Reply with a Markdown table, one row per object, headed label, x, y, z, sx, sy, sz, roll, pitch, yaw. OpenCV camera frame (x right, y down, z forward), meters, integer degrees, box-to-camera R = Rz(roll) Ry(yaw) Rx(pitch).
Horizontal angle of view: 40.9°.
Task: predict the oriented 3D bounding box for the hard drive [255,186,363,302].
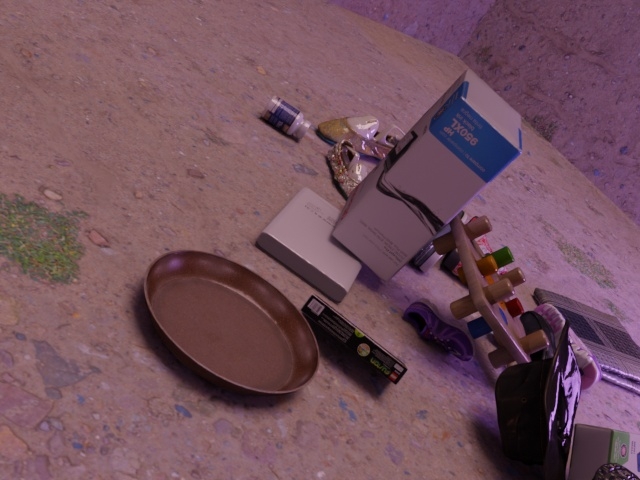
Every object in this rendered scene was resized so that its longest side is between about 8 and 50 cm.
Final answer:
| label | x | y | z | sx | sy | sz | roll | pitch | yaw |
| --- | --- | --- | --- | --- | --- | --- | --- | --- | --- |
| hard drive | 0.000 | 0.000 | 1.779 | 0.203 | 0.040 | 0.307 | 36 | 25 | 0 |

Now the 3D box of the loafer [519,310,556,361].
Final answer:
| label | x | y | z | sx | sy | sz | roll | pitch | yaw |
| --- | --- | --- | --- | --- | --- | --- | --- | --- | --- |
| loafer | 0.490 | 0.232 | 1.946 | 0.078 | 0.076 | 0.223 | 33 | 28 | -24 |

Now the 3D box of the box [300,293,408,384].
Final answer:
| label | x | y | z | sx | sy | sz | roll | pitch | yaw |
| --- | --- | --- | --- | --- | --- | --- | --- | --- | --- |
| box | 0.060 | 0.171 | 1.504 | 0.207 | 0.036 | 0.114 | 38 | -2 | 5 |

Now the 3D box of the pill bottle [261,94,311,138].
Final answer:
| label | x | y | z | sx | sy | sz | roll | pitch | yaw |
| --- | --- | --- | --- | --- | --- | --- | --- | --- | --- |
| pill bottle | -0.086 | -0.312 | 2.189 | 0.120 | 0.067 | 0.067 | 33 | 25 | -4 |

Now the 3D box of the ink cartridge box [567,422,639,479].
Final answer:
| label | x | y | z | sx | sy | sz | roll | pitch | yaw |
| --- | --- | --- | --- | --- | --- | --- | --- | --- | --- |
| ink cartridge box | 0.558 | 0.431 | 1.576 | 0.212 | 0.154 | 0.093 | 19 | -14 | -35 |

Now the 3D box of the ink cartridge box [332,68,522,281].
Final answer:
| label | x | y | z | sx | sy | sz | roll | pitch | yaw |
| --- | --- | --- | --- | --- | --- | --- | --- | --- | --- |
| ink cartridge box | 0.225 | -0.139 | 1.799 | 0.166 | 0.395 | 0.285 | 41 | 24 | -6 |

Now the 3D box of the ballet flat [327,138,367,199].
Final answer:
| label | x | y | z | sx | sy | sz | roll | pitch | yaw |
| --- | --- | --- | --- | --- | --- | --- | --- | --- | --- |
| ballet flat | 0.075 | -0.177 | 2.145 | 0.091 | 0.077 | 0.241 | 19 | 30 | -33 |

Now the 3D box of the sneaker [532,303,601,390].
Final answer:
| label | x | y | z | sx | sy | sz | roll | pitch | yaw |
| --- | --- | --- | --- | --- | --- | --- | --- | --- | --- |
| sneaker | 0.580 | 0.255 | 2.018 | 0.104 | 0.095 | 0.236 | 17 | 35 | -48 |

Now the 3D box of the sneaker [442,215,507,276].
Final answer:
| label | x | y | z | sx | sy | sz | roll | pitch | yaw |
| --- | --- | --- | --- | --- | --- | --- | --- | --- | --- |
| sneaker | 0.400 | 0.040 | 2.162 | 0.145 | 0.090 | 0.270 | 38 | 28 | 3 |

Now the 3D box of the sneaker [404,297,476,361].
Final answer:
| label | x | y | z | sx | sy | sz | roll | pitch | yaw |
| --- | --- | --- | --- | --- | --- | --- | --- | --- | --- |
| sneaker | 0.238 | 0.191 | 1.739 | 0.170 | 0.068 | 0.071 | 37 | 39 | 24 |

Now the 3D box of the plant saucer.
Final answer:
| label | x | y | z | sx | sy | sz | roll | pitch | yaw |
| --- | --- | --- | --- | --- | --- | --- | --- | --- | --- |
| plant saucer | -0.144 | 0.135 | 1.349 | 0.310 | 0.050 | 0.310 | 29 | 25 | -15 |

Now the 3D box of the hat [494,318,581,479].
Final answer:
| label | x | y | z | sx | sy | sz | roll | pitch | yaw |
| --- | --- | --- | --- | --- | --- | --- | --- | --- | --- |
| hat | 0.386 | 0.307 | 1.563 | 0.134 | 0.331 | 0.331 | 0 | 11 | 25 |

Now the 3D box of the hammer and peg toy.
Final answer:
| label | x | y | z | sx | sy | sz | roll | pitch | yaw |
| --- | --- | --- | --- | --- | --- | --- | --- | --- | --- |
| hammer and peg toy | 0.374 | 0.141 | 1.761 | 0.361 | 0.127 | 0.266 | 50 | 22 | -36 |

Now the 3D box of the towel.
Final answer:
| label | x | y | z | sx | sy | sz | roll | pitch | yaw |
| --- | --- | --- | --- | --- | --- | --- | --- | --- | --- |
| towel | 0.725 | 0.268 | 2.232 | 0.324 | 0.056 | 0.312 | 20 | 26 | -26 |

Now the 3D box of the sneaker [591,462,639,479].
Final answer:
| label | x | y | z | sx | sy | sz | roll | pitch | yaw |
| --- | --- | --- | --- | --- | --- | --- | --- | --- | --- |
| sneaker | 0.443 | 0.461 | 1.396 | 0.286 | 0.130 | 0.109 | -17 | 54 | -44 |

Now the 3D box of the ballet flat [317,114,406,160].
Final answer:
| label | x | y | z | sx | sy | sz | roll | pitch | yaw |
| --- | --- | --- | --- | --- | --- | --- | --- | --- | --- |
| ballet flat | 0.154 | -0.286 | 2.394 | 0.348 | 0.123 | 0.123 | 20 | 29 | -30 |

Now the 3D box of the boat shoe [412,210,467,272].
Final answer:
| label | x | y | z | sx | sy | sz | roll | pitch | yaw |
| --- | --- | --- | --- | --- | --- | --- | --- | --- | --- |
| boat shoe | 0.275 | -0.028 | 2.093 | 0.099 | 0.116 | 0.319 | 40 | 30 | 1 |
